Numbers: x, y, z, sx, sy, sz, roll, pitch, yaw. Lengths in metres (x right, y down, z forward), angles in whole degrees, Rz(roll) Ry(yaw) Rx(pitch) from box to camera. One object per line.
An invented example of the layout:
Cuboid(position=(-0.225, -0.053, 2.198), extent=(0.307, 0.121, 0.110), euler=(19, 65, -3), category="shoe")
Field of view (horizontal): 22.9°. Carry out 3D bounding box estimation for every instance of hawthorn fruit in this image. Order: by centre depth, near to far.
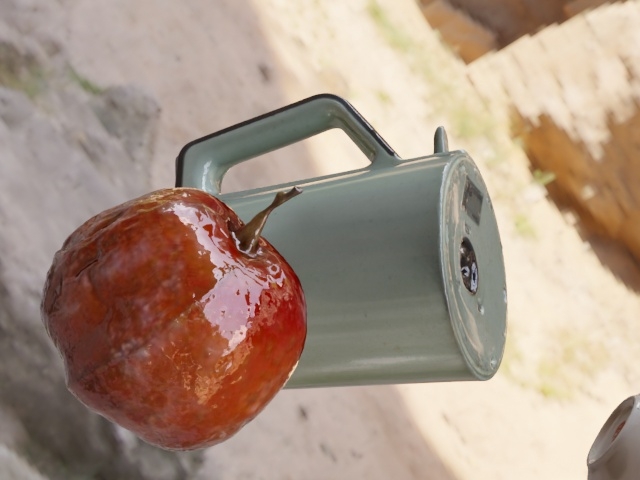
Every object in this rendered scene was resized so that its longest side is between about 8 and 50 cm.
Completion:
Cuboid(position=(-0.110, 0.047, 1.422), extent=(0.242, 0.272, 0.242), euler=(39, 24, -21), category="hawthorn fruit")

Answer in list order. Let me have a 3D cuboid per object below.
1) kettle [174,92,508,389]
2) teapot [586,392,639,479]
Cuboid(position=(0.000, 0.000, 1.808), extent=(0.250, 0.377, 0.361), euler=(35, 51, -62), category="kettle")
Cuboid(position=(0.288, 0.192, 1.357), extent=(0.116, 0.159, 0.245), euler=(21, -7, 0), category="teapot")
